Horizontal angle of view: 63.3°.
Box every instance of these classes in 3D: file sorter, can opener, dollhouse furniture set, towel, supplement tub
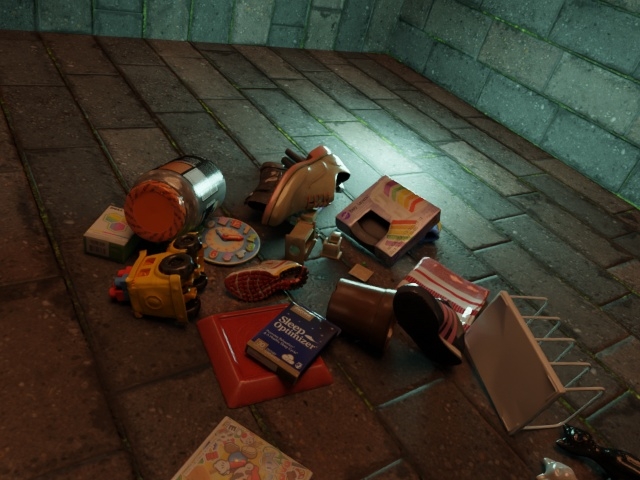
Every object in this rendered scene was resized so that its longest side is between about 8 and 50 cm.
[{"bbox_3d":[0.513,0.294,1.261,0.173,0.193,0.278,6,42,-22],"label":"file sorter"},{"bbox_3d":[-0.028,-0.248,1.926,0.095,0.076,0.283,1,33,-49],"label":"can opener"},{"bbox_3d":[0.000,0.000,1.538,0.160,0.101,0.182,12,33,13],"label":"dollhouse furniture set"},{"bbox_3d":[0.341,0.173,1.516,0.237,0.037,0.329,29,36,19],"label":"towel"},{"bbox_3d":[-0.392,-0.117,1.419,0.193,0.194,0.316,18,21,2],"label":"supplement tub"}]

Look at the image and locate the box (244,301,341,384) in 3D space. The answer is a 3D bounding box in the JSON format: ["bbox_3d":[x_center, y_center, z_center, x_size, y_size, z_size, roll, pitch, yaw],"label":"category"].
[{"bbox_3d":[-0.053,0.221,1.200,0.136,0.037,0.225,29,35,17],"label":"box"}]

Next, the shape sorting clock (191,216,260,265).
[{"bbox_3d":[-0.276,-0.003,1.496,0.206,0.040,0.206,11,34,-8],"label":"shape sorting clock"}]

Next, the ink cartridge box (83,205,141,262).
[{"bbox_3d":[-0.540,-0.034,1.407,0.108,0.062,0.209,15,34,-1],"label":"ink cartridge box"}]

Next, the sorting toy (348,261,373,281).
[{"bbox_3d":[0.127,0.092,1.559,0.062,0.012,0.083,25,38,20],"label":"sorting toy"}]

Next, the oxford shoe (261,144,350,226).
[{"bbox_3d":[-0.032,-0.153,1.558,0.146,0.140,0.397,35,49,6],"label":"oxford shoe"}]

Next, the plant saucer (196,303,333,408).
[{"bbox_3d":[-0.128,0.245,1.208,0.258,0.048,0.258,-6,40,-29],"label":"plant saucer"}]

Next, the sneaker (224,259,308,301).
[{"bbox_3d":[-0.149,0.101,1.385,0.225,0.088,0.092,-5,20,-29],"label":"sneaker"}]

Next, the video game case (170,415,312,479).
[{"bbox_3d":[-0.154,0.449,0.927,0.206,0.026,0.227,27,36,15],"label":"video game case"}]

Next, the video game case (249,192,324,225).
[{"bbox_3d":[-0.098,-0.144,1.767,0.210,0.042,0.232,25,35,12],"label":"video game case"}]

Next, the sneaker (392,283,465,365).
[{"bbox_3d":[0.268,0.176,1.258,0.112,0.319,0.131,-2,50,33],"label":"sneaker"}]

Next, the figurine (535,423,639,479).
[{"bbox_3d":[0.592,0.512,1.117,0.209,0.092,0.214,30,37,32],"label":"figurine"}]

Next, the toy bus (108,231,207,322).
[{"bbox_3d":[-0.392,0.085,1.256,0.211,0.150,0.220,-1,33,2],"label":"toy bus"}]

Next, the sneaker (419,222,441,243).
[{"bbox_3d":[0.309,-0.059,1.779,0.240,0.091,0.126,11,35,-9],"label":"sneaker"}]

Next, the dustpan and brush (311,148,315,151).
[{"bbox_3d":[0.015,-0.307,2.015,0.147,0.060,0.211,48,23,-16],"label":"dustpan and brush"}]

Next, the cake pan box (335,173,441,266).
[{"bbox_3d":[0.216,-0.069,1.695,0.267,0.070,0.245,-40,58,-21],"label":"cake pan box"}]

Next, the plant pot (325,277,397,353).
[{"bbox_3d":[0.109,0.179,1.312,0.165,0.167,0.167,17,34,14],"label":"plant pot"}]

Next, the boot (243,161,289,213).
[{"bbox_3d":[-0.103,-0.147,1.673,0.262,0.091,0.229,10,41,-4],"label":"boot"}]
